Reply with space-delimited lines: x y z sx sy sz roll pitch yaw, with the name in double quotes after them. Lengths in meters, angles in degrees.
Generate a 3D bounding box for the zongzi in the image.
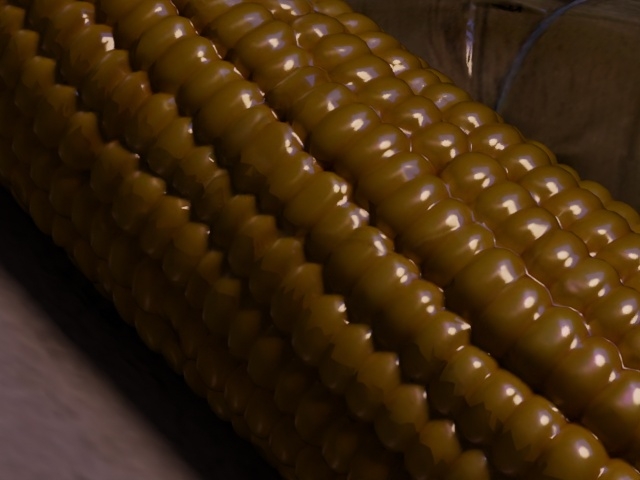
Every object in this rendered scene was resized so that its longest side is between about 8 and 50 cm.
0.119 -0.067 0.859 0.360 0.160 0.323 22 18 26 "zongzi"

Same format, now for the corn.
0.000 0.000 0.553 0.387 0.144 0.144 37 20 22 "corn"
